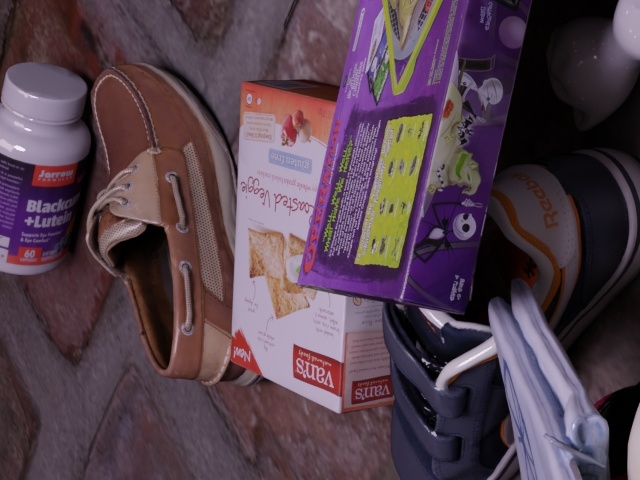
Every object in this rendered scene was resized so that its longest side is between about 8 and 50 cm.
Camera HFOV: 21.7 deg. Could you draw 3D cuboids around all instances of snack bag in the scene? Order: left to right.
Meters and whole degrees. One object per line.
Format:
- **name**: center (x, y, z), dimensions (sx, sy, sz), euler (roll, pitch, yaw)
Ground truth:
- **snack bag**: center (0.159, 0.229, 0.907), dimensions (0.342, 0.037, 0.323), euler (-101, -2, -66)

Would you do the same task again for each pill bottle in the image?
- **pill bottle**: center (-0.285, -0.072, 1.643), dimensions (0.108, 0.108, 0.193), euler (46, 130, 41)

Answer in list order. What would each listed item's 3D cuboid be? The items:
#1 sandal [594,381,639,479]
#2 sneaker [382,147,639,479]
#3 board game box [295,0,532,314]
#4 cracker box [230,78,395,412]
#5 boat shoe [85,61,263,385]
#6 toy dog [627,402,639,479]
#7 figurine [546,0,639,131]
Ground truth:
- **sandal**: center (0.193, 0.122, 1.053), dimensions (0.179, 0.040, 0.067), euler (-54, 53, 43)
- **sneaker**: center (0.094, 0.066, 1.116), dimensions (0.126, 0.127, 0.321), euler (55, 137, 34)
- **board game box**: center (0.069, -0.132, 1.033), dimensions (0.208, 0.056, 0.346), euler (-173, 96, -69)
- **cracker box**: center (0.000, 0.000, 1.286), dimensions (0.156, 0.067, 0.232), euler (18, 110, 53)
- **boat shoe**: center (-0.138, -0.021, 1.434), dimensions (0.123, 0.116, 0.324), euler (-54, 52, 43)
- **toy dog**: center (0.276, 0.238, 0.755), dimensions (0.395, 0.285, 0.408), euler (-21, 79, 58)
- **figurine**: center (0.185, -0.182, 0.996), dimensions (0.209, 0.092, 0.215), euler (-24, 76, 62)
